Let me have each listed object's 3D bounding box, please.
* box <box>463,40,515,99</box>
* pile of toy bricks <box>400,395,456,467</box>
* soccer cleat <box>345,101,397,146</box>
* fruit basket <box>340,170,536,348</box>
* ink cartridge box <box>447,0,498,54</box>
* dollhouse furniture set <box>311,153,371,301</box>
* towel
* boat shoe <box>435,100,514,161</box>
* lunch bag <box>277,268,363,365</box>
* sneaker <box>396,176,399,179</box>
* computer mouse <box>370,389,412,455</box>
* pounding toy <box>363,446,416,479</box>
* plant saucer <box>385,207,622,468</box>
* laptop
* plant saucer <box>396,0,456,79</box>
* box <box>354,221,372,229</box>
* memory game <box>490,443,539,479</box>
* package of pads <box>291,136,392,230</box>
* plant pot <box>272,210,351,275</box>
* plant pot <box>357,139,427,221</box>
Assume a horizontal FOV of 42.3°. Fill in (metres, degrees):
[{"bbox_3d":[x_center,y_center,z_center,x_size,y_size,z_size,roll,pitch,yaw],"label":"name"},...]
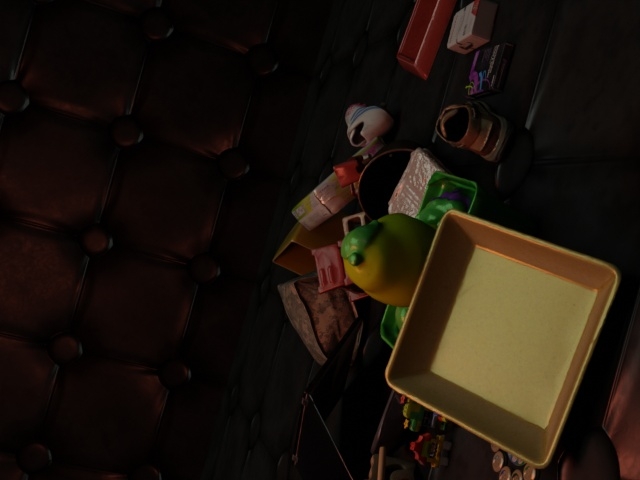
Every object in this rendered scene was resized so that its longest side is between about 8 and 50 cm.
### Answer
[{"bbox_3d":[0.391,-0.395,1.931,0.162,0.029,0.116,-169,95,-74],"label":"box"},{"bbox_3d":[0.211,0.343,1.682,0.118,0.105,0.212,159,126,-71],"label":"pile of toy bricks"},{"bbox_3d":[0.124,-0.359,2.617,0.143,0.116,0.331,-47,14,-8],"label":"soccer cleat"},{"bbox_3d":[0.186,0.046,1.582,0.283,0.392,0.392,-138,65,-73],"label":"fruit basket"},{"bbox_3d":[0.378,-0.531,2.060,0.135,0.056,0.099,175,111,-73],"label":"ink cartridge box"},{"bbox_3d":[0.076,-0.044,2.127,0.152,0.201,0.374,-17,70,23],"label":"dollhouse furniture set"},{"bbox_3d":[0.258,-0.068,1.854,0.282,0.049,0.187,50,127,43],"label":"towel"},{"bbox_3d":[0.323,-0.265,1.871,0.324,0.116,0.123,-130,57,-72],"label":"boat shoe"},{"bbox_3d":[0.013,0.228,2.354,0.235,0.169,0.287,156,93,-75],"label":"lunch bag"},{"bbox_3d":[0.223,-0.189,2.259,0.084,0.058,0.152,-2,69,68],"label":"sneaker"},{"bbox_3d":[0.185,0.347,1.797,0.188,0.072,0.272,57,-127,-78],"label":"computer mouse"},{"bbox_3d":[0.167,0.495,1.646,0.269,0.154,0.155,-54,-16,-78],"label":"pounding toy"},{"bbox_3d":[0.302,0.151,1.367,0.333,0.081,0.333,24,97,40],"label":"plant saucer"},{"bbox_3d":[0.068,0.482,2.037,0.408,0.236,0.382,-51,-18,-37],"label":"laptop"},{"bbox_3d":[0.303,-0.619,2.438,0.258,0.048,0.259,-117,44,-68],"label":"plant saucer"},{"bbox_3d":[0.133,0.038,2.292,0.158,0.093,0.156,174,112,-73],"label":"box"},{"bbox_3d":[0.340,0.333,1.412,0.186,0.012,0.186,-165,90,-75],"label":"memory game"},{"bbox_3d":[0.073,-0.165,2.454,0.296,0.101,0.229,-42,3,-22],"label":"package of pads"},{"bbox_3d":[0.000,0.000,2.623,0.212,0.212,0.187,-44,24,62],"label":"plant pot"},{"bbox_3d":[0.209,-0.165,2.076,0.230,0.215,0.215,-75,8,-64],"label":"plant pot"}]
